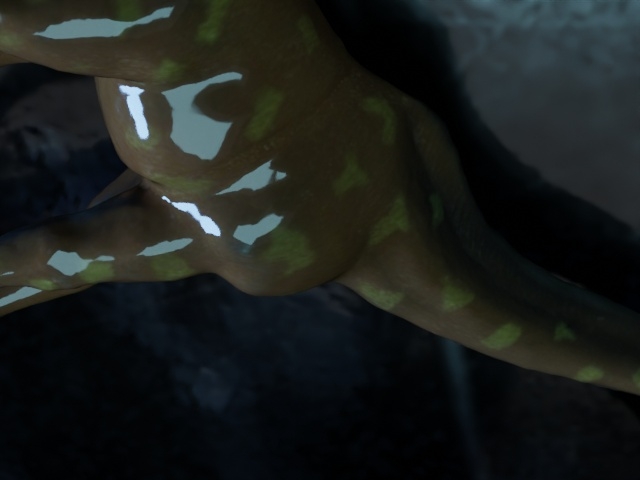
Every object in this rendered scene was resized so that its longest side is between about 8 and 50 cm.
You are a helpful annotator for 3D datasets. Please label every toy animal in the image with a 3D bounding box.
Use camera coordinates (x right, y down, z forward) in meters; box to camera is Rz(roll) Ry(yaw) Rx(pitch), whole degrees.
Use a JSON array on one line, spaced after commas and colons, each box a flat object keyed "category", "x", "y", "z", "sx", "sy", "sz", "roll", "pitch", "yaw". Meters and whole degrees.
[{"category": "toy animal", "x": 0.000, "y": 0.000, "z": 0.488, "sx": 0.229, "sy": 0.066, "sz": 0.224, "roll": -14, "pitch": 120, "yaw": 2}]
